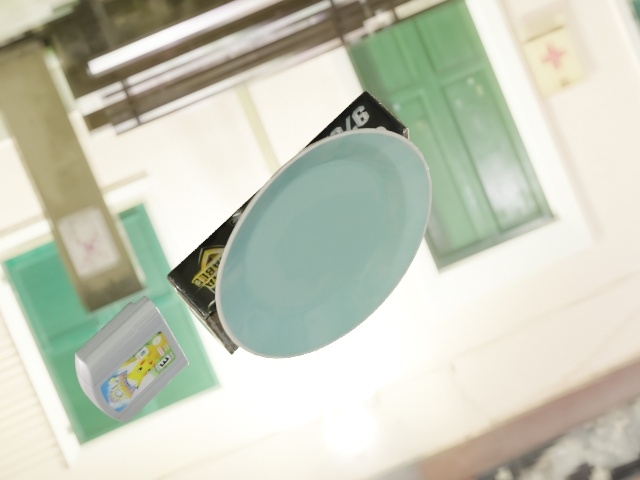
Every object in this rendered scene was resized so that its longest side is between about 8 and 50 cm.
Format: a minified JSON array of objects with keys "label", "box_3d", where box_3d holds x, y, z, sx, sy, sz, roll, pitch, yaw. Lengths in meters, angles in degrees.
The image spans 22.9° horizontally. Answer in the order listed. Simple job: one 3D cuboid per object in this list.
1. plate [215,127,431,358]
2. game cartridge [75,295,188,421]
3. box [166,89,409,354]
[{"label":"plate","box_3d":[0.000,0.000,1.111,0.188,0.188,0.024,-25,-136,-27]},{"label":"game cartridge","box_3d":[-0.101,0.066,0.840,0.056,0.017,0.083,-41,155,-11]},{"label":"box","box_3d":[-0.021,-0.010,1.296,0.220,0.051,0.175,-43,168,-7]}]
